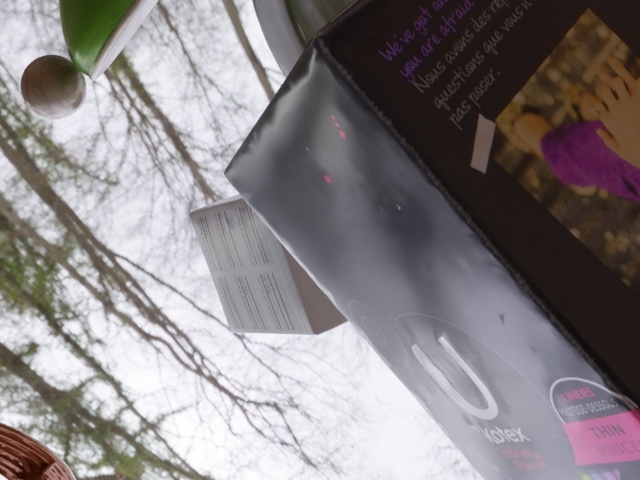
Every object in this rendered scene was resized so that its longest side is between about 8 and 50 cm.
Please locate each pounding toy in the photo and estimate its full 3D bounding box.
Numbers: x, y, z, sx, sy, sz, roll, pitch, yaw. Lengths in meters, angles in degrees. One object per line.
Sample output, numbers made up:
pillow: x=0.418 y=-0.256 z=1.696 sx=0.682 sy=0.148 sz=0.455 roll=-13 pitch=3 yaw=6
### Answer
pounding toy: x=-0.174 y=-0.215 z=0.674 sx=0.237 sy=0.110 sz=0.183 roll=-34 pitch=-155 yaw=53

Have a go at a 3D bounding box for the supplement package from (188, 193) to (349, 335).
supplement package: x=0.000 y=0.000 z=0.947 sx=0.194 sy=0.149 sz=0.203 roll=-22 pitch=-174 yaw=-28

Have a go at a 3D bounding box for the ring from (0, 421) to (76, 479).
ring: x=-0.416 y=0.290 z=0.902 sx=0.337 sy=0.336 sz=0.032 roll=-21 pitch=-140 yaw=4

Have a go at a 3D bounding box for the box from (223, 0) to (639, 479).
box: x=0.105 y=0.005 z=0.418 sx=0.143 sy=0.165 sz=0.270 roll=-41 pitch=-89 yaw=-24

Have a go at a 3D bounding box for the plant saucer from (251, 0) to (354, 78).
plant saucer: x=0.120 y=-0.258 z=0.715 sx=0.400 sy=0.400 sz=0.100 roll=-33 pitch=-150 yaw=-6
